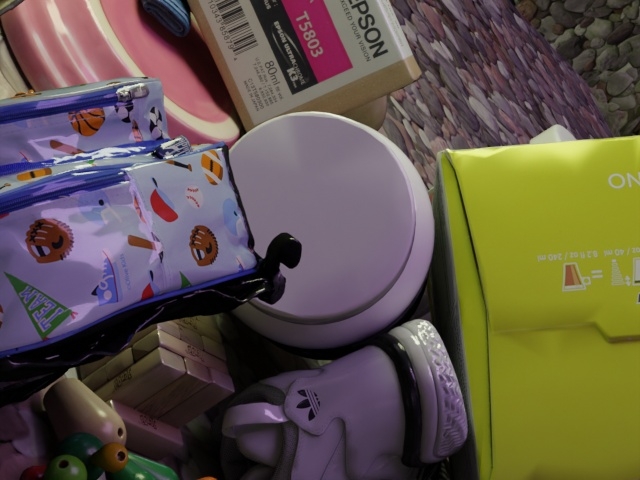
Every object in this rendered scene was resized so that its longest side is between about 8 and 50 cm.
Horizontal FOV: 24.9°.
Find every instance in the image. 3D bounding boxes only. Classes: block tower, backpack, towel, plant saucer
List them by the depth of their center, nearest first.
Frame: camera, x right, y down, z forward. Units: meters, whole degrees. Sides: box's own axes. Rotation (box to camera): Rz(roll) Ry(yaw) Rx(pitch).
[{"bbox_3d":[-0.200,0.007,0.981,0.263,0.276,0.213,-33,100,-58],"label":"backpack"},{"bbox_3d":[-0.165,0.020,1.270,0.091,0.097,0.335,32,32,-45],"label":"block tower"},{"bbox_3d":[-0.193,-0.188,1.537,0.332,0.084,0.332,45,22,-24],"label":"plant saucer"},{"bbox_3d":[-0.167,-0.274,1.564,0.067,0.029,0.119,39,26,-38],"label":"towel"}]

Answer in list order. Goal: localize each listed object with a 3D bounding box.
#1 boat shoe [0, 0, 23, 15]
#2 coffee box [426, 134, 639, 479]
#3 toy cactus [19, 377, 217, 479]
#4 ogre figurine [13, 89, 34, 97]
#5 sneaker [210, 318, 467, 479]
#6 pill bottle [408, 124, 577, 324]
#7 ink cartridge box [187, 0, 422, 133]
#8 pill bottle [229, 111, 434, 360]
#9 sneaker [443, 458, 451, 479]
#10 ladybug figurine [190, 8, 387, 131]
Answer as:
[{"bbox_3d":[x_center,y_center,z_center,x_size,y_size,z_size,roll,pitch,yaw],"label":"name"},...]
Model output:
[{"bbox_3d":[-0.322,-0.232,1.267,0.285,0.092,0.103,-55,151,-72],"label":"boat shoe"},{"bbox_3d":[0.290,0.116,1.418,0.334,0.337,0.338,85,0,-65],"label":"coffee box"},{"bbox_3d":[-0.153,0.181,1.082,0.180,0.112,0.219,46,15,34],"label":"toy cactus"},{"bbox_3d":[-0.260,-0.061,1.184,0.197,0.097,0.118,6,38,-10],"label":"ogre figurine"},{"bbox_3d":[0.016,0.211,1.334,0.366,0.210,0.137,87,-14,-56],"label":"sneaker"},{"bbox_3d":[0.193,0.002,1.758,0.176,0.318,0.176,46,21,-24],"label":"pill bottle"},{"bbox_3d":[-0.026,-0.240,1.560,0.235,0.193,0.088,65,12,-5],"label":"ink cartridge box"},{"bbox_3d":[0.000,0.000,1.344,0.210,0.210,0.363,58,-1,8],"label":"pill bottle"},{"bbox_3d":[0.117,0.273,1.542,0.188,0.066,0.071,46,24,-22],"label":"sneaker"},{"bbox_3d":[-0.089,-0.297,1.740,0.449,0.162,0.305,57,-14,9],"label":"ladybug figurine"}]
